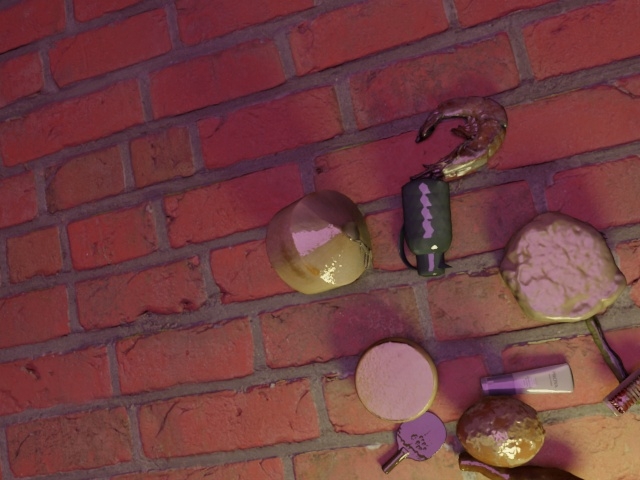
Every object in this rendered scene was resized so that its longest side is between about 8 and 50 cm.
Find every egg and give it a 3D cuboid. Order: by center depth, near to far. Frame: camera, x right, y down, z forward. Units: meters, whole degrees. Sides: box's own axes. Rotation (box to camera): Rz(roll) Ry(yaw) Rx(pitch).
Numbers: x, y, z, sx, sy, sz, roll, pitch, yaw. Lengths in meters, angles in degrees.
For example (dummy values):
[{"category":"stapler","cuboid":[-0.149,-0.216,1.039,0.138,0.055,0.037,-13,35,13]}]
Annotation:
[{"category":"egg","cuboid":[0.495,0.526,1.483,0.234,0.195,0.194,-15,81,10]}]

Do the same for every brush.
[{"category":"brush","cuboid":[0.903,0.350,1.447,0.321,0.050,0.060,-40,74,-4]}]

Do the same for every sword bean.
[{"category":"sword bean","cuboid":[0.821,0.333,1.500,0.043,0.038,0.269,-26,78,-2]}]

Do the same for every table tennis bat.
[{"category":"table tennis bat","cuboid":[0.275,0.617,1.622,0.234,0.022,0.131,-44,77,4]}]

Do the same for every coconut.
[{"category":"coconut","cuboid":[0.000,0.000,1.603,0.323,0.323,0.322,-2,84,14]}]

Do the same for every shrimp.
[{"category":"shrimp","cuboid":[0.406,-0.308,1.657,0.360,0.085,0.247,-40,67,4]}]

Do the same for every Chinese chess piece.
[{"category":"Chinese chess piece","cuboid":[0.227,0.417,1.613,0.251,0.097,0.250,-2,83,15]}]

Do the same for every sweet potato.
[{"category":"sweet potato","cuboid":[0.582,0.669,1.496,0.386,0.109,0.109,7,86,27]}]

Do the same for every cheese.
[{"category":"cheese","cuboid":[0.683,0.081,1.523,0.327,0.115,0.317,14,88,14]}]

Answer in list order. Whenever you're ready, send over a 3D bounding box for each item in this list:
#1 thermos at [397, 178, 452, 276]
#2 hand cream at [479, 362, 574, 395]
[{"category":"thermos","cuboid":[0.311,-0.033,1.621,0.182,0.145,0.286,-7,83,46]},{"category":"hand cream","cuboid":[0.592,0.408,1.544,0.256,0.048,0.079,-10,80,12]}]
